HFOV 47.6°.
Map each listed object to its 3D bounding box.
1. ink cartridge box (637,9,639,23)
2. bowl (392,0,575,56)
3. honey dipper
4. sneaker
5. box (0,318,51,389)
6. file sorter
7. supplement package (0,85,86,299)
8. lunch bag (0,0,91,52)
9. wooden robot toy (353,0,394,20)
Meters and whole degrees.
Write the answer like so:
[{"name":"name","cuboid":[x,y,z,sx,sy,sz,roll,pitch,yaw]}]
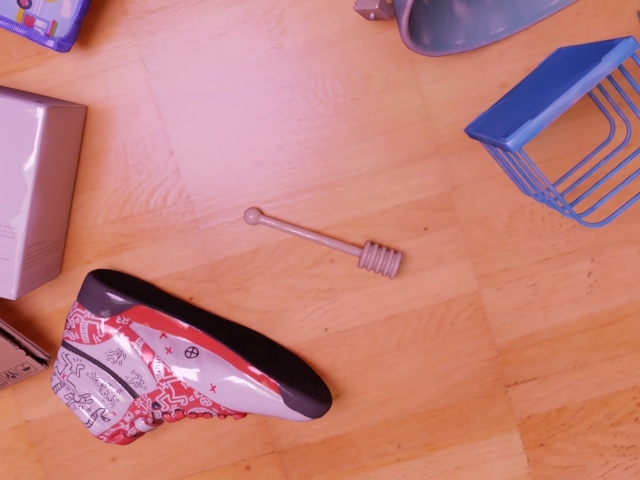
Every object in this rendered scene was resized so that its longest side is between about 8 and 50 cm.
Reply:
[{"name":"ink cartridge box","cuboid":[0.402,-0.199,0.599,0.213,0.154,0.093,-19,97,7]},{"name":"bowl","cuboid":[0.160,-0.296,0.540,0.312,0.311,0.163,-28,82,7]},{"name":"honey dipper","cuboid":[0.000,0.000,0.716,0.161,0.030,0.030,18,100,1]},{"name":"sneaker","cuboid":[-0.134,0.147,0.718,0.270,0.090,0.145,26,101,2]},{"name":"box","cuboid":[-0.392,0.111,0.688,0.201,0.021,0.164,-24,133,14]},{"name":"file sorter","cuboid":[0.214,-0.091,0.621,0.118,0.170,0.104,-40,99,8]},{"name":"supplement package","cuboid":[-0.300,-0.051,0.682,0.105,0.105,0.179,14,101,1]},{"name":"lunch bag","cuboid":[-0.292,-0.315,0.620,0.293,0.138,0.220,25,112,-7]},{"name":"wooden robot toy","cuboid":[0.042,-0.287,0.660,0.079,0.076,0.173,8,102,37]}]
